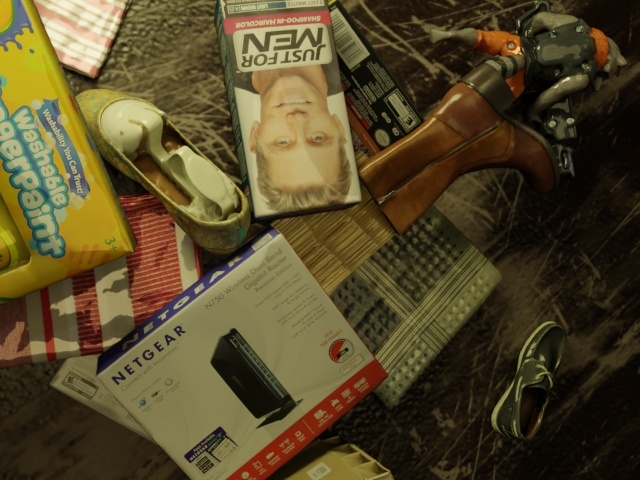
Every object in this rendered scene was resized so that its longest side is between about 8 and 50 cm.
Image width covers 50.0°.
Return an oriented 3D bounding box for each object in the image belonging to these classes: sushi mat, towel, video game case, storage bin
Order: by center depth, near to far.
[{"bbox_3d":[-0.024,0.427,1.034,0.260,0.262,0.123,-27,93,-15],"label":"storage bin"},{"bbox_3d":[-0.344,0.055,1.050,0.329,0.037,0.237,-7,86,-13],"label":"towel"},{"bbox_3d":[-0.382,-0.370,1.074,0.144,0.029,0.197,23,82,-15],"label":"towel"},{"bbox_3d":[-0.288,0.197,1.088,0.201,0.023,0.183,33,80,-12],"label":"video game case"},{"bbox_3d":[0.000,0.000,1.139,0.316,0.019,0.151,-40,96,-12],"label":"sushi mat"},{"bbox_3d":[0.014,-0.234,1.182,0.248,0.035,0.275,-40,100,-14],"label":"video game case"},{"bbox_3d":[0.123,0.074,1.203,0.312,0.056,0.324,45,80,-7],"label":"towel"}]

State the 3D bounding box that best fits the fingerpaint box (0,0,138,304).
[{"bbox_3d":[-0.499,-0.123,0.892,0.371,0.163,0.445,-22,99,-10],"label":"fingerpaint box"}]

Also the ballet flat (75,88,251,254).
[{"bbox_3d":[-0.234,-0.126,1.028,0.348,0.123,0.123,45,77,4],"label":"ballet flat"}]

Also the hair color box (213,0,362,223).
[{"bbox_3d":[-0.053,-0.212,1.080,0.173,0.105,0.347,-10,88,-12],"label":"hair color box"}]

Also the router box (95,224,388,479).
[{"bbox_3d":[-0.115,0.197,1.057,0.335,0.082,0.301,-39,109,-6],"label":"router box"}]

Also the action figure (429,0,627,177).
[{"bbox_3d":[0.390,-0.271,1.223,0.330,0.178,0.341,-16,90,-6],"label":"action figure"}]

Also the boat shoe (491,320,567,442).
[{"bbox_3d":[0.400,0.258,1.257,0.084,0.079,0.233,32,79,-11],"label":"boat shoe"}]

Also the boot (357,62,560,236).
[{"bbox_3d":[0.233,-0.103,1.130,0.280,0.096,0.264,-42,121,1],"label":"boot"}]
